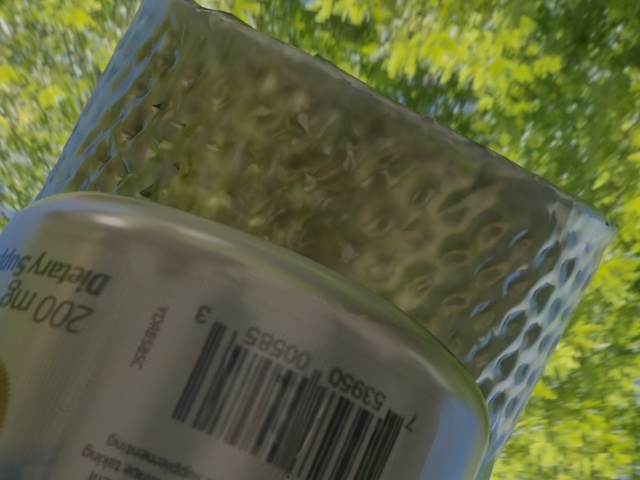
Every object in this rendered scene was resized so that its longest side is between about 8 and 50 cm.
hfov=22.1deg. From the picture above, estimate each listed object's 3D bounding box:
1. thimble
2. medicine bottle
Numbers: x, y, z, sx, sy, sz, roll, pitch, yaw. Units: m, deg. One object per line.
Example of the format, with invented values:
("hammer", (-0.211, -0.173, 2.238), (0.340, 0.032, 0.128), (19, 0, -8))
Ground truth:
("thimble", (0.000, 0.000, 0.794), (0.270, 0.271, 0.150), (28, -86, 1))
("medicine bottle", (-0.073, 0.143, 0.448), (0.157, 0.157, 0.289), (24, -106, 1))
